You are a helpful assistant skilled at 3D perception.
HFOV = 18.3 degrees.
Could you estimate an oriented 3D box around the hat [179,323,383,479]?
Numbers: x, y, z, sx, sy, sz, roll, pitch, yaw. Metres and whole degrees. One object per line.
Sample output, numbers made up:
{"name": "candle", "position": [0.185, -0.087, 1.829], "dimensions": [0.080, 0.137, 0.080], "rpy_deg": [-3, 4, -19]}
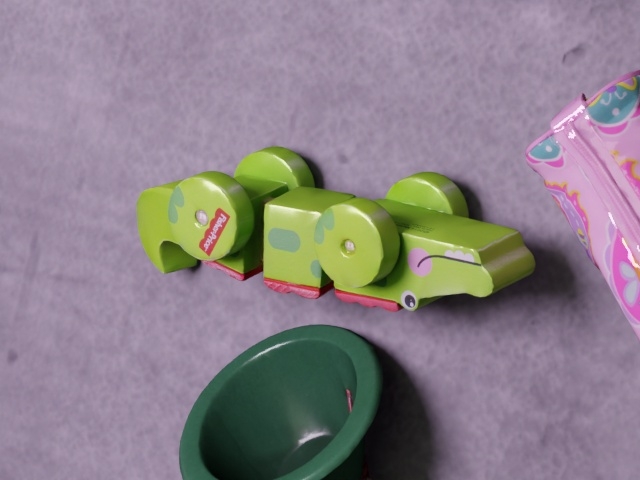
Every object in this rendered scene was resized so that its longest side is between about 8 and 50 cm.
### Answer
{"name": "hat", "position": [0.007, 0.198, 1.534], "dimensions": [0.173, 0.183, 0.208], "rpy_deg": [-20, 36, 19]}

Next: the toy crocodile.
{"name": "toy crocodile", "position": [0.000, 0.000, 1.501], "dimensions": [0.340, 0.115, 0.105], "rpy_deg": [11, 111, 30]}

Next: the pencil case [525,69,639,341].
{"name": "pencil case", "position": [0.256, 0.023, 1.357], "dimensions": [0.124, 0.124, 0.284], "rpy_deg": [-36, 70, 22]}
